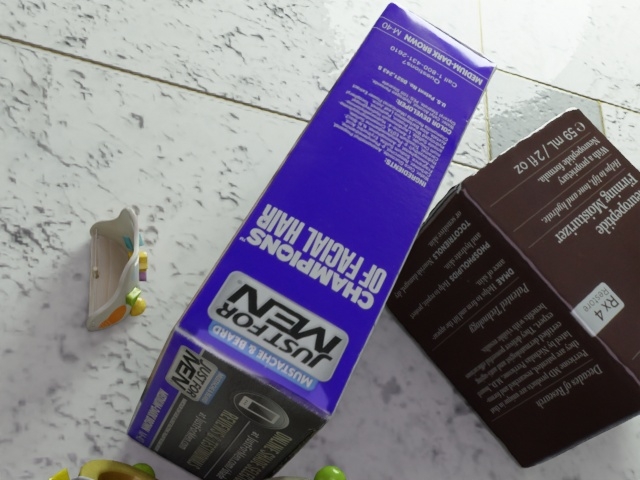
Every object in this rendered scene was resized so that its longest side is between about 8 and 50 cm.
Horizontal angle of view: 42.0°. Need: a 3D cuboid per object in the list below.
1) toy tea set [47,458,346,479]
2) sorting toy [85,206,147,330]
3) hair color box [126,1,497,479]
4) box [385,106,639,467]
[{"bbox_3d":[-0.072,0.165,0.396,0.200,0.336,0.124,27,92,4],"label":"toy tea set"},{"bbox_3d":[-0.145,0.015,0.612,0.045,0.075,0.083,5,59,-20],"label":"sorting toy"},{"bbox_3d":[0.000,0.000,0.614,0.110,0.185,0.338,30,53,-3],"label":"hair color box"},{"bbox_3d":[0.187,0.038,0.678,0.168,0.167,0.203,-33,77,-34],"label":"box"}]
